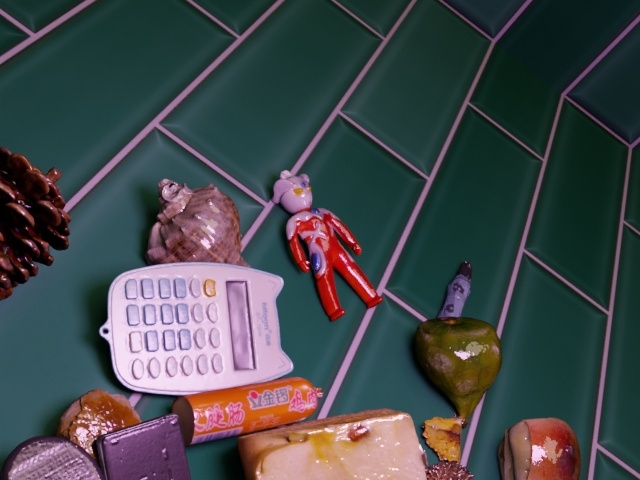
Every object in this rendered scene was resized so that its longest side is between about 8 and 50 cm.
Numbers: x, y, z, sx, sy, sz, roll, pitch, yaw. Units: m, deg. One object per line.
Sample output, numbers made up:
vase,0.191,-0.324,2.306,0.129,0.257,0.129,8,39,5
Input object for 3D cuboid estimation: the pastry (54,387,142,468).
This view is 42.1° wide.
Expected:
pastry,-0.367,0.324,1.394,0.153,0.081,0.153,25,40,-23

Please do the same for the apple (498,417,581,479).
apple,0.477,0.488,1.803,0.174,0.207,0.188,-8,61,6

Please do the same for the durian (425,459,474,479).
durian,0.240,0.519,1.603,0.196,0.167,0.196,44,7,-6

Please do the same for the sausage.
sausage,-0.121,0.314,1.571,0.312,0.093,0.093,-3,57,-36

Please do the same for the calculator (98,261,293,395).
calculator,-0.237,0.168,1.597,0.386,0.054,0.256,2,74,-35

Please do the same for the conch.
conch,-0.241,-0.010,1.718,0.291,0.159,0.210,44,40,1

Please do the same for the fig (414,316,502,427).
fig,0.317,0.298,1.895,0.203,0.203,0.235,-13,103,-42

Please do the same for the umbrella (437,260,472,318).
umbrella,0.342,0.141,2.099,0.052,0.053,0.250,41,40,-11

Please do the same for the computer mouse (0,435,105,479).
computer mouse,-0.389,0.428,1.280,0.147,0.088,0.264,-21,67,-39

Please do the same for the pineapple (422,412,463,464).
pineapple,0.284,0.412,1.804,0.114,0.077,0.114,42,39,7

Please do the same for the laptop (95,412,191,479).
laptop,-0.281,0.404,1.370,0.154,0.026,0.207,-10,87,-42

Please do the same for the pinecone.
pinecone,-0.567,-0.021,1.445,0.244,0.244,0.309,35,53,-7

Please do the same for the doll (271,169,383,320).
doll,0.000,0.000,1.943,0.188,0.099,0.384,-17,69,-43

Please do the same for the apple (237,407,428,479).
apple,0.021,0.409,1.486,0.309,0.252,0.314,-13,40,-9
